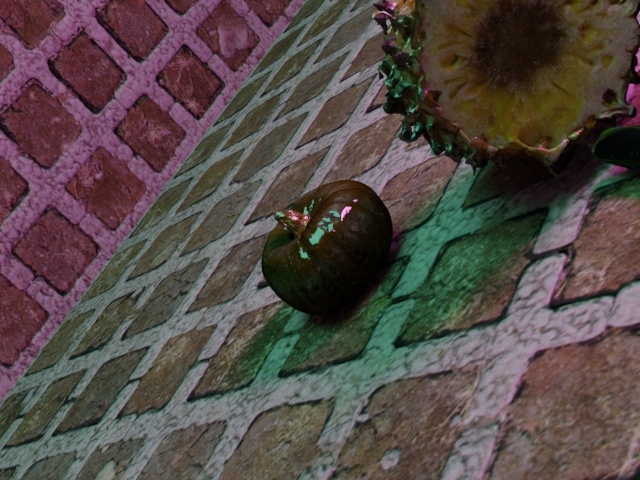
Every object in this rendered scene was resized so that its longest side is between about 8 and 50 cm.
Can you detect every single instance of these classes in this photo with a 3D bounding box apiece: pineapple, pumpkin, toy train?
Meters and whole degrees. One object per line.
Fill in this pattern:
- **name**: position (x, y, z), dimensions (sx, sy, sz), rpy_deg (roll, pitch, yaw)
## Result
- **pineapple**: position (0.223, -0.250, 1.305), dimensions (0.352, 0.352, 0.300), rpy_deg (-45, 10, -2)
- **pumpkin**: position (0.000, 0.000, 1.510), dimensions (0.219, 0.162, 0.219), rpy_deg (-42, 20, 20)
- **toy train**: position (0.381, -0.099, 1.117), dimensions (0.044, 0.042, 0.209), rpy_deg (-68, 21, -3)
